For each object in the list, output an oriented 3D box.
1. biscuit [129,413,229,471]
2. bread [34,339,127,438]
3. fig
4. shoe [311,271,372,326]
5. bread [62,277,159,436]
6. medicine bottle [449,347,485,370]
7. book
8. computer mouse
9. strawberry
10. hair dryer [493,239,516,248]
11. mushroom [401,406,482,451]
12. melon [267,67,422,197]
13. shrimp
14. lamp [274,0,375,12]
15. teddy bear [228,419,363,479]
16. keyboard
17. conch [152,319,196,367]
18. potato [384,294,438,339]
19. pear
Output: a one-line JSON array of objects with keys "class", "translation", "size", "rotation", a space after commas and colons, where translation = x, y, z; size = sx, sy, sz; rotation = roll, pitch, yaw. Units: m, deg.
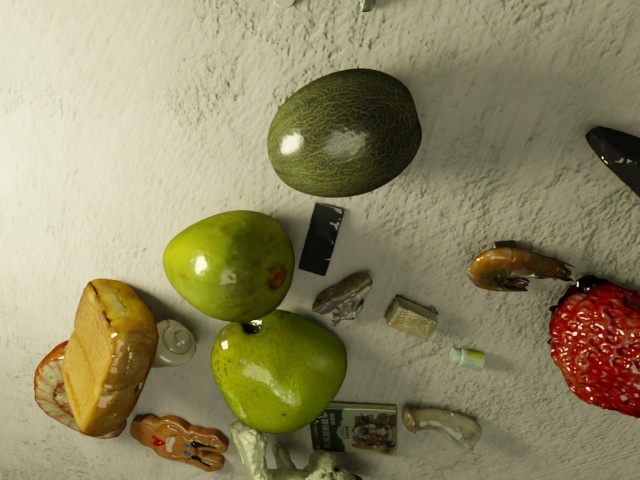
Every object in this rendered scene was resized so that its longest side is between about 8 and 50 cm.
[{"class": "biscuit", "translation": [-0.472, 0.670, 1.622], "size": [0.334, 0.047, 0.202], "rotation": [20, 120, -1]}, {"class": "bread", "translation": [-0.730, 0.454, 1.509], "size": [0.295, 0.114, 0.328], "rotation": [18, 120, 1]}, {"class": "fig", "translation": [-0.223, 0.058, 1.142], "size": [0.326, 0.258, 0.258], "rotation": [2, 120, 30]}, {"class": "shoe", "translation": [0.067, 0.157, 1.228], "size": [0.180, 0.089, 0.092], "rotation": [-32, 108, 26]}, {"class": "bread", "translation": [-0.545, 0.297, 1.271], "size": [0.148, 0.337, 0.328], "rotation": [11, 103, -40]}, {"class": "medicine bottle", "translation": [0.386, 0.310, 1.282], "size": [0.083, 0.047, 0.047], "rotation": [13, 120, 2]}, {"class": "book", "translation": [0.099, 0.574, 1.484], "size": [0.264, 0.027, 0.202], "rotation": [0, 120, 9]}, {"class": "computer mouse", "translation": [0.637, -0.138, 0.945], "size": [0.269, 0.137, 0.086], "rotation": [36, 124, -12]}, {"class": "strawberry", "translation": [0.660, 0.259, 1.065], "size": [0.291, 0.310, 0.292], "rotation": [3, 122, 4]}, {"class": "hair dryer", "translation": [0.429, 0.038, 1.141], "size": [0.047, 0.026, 0.083], "rotation": [-3, 121, 12]}, {"class": "mushroom", "translation": [0.342, 0.523, 1.389], "size": [0.223, 0.081, 0.092], "rotation": [16, 100, 4]}, {"class": "melon", "translation": [0.040, -0.203, 0.951], "size": [0.301, 0.237, 0.237], "rotation": [-14, 115, 17]}, {"class": "shrimp", "translation": [0.460, 0.073, 1.122], "size": [0.248, 0.068, 0.150], "rotation": [5, 142, -1]}, {"class": "lamp", "translation": [0.005, -0.468, 0.937], "size": [0.198, 0.056, 0.050], "rotation": [12, 121, 15]}, {"class": "teddy bear", "translation": [-0.040, 0.662, 1.457], "size": [0.362, 0.327, 0.375], "rotation": [-18, 89, -25]}, {"class": "keyboard", "translation": [0.000, -0.001, 1.197], "size": [0.074, 0.015, 0.196], "rotation": [17, 119, 4]}, {"class": "conch", "translation": [-0.451, 0.285, 1.364], "size": [0.255, 0.158, 0.127], "rotation": [-11, 95, 27]}, {"class": "potato", "translation": [0.233, 0.197, 1.240], "size": [0.122, 0.061, 0.086], "rotation": [23, 117, -4]}, {"class": "pear", "translation": [-0.142, 0.333, 1.279], "size": [0.342, 0.238, 0.318], "rotation": [-29, 119, 22]}]
